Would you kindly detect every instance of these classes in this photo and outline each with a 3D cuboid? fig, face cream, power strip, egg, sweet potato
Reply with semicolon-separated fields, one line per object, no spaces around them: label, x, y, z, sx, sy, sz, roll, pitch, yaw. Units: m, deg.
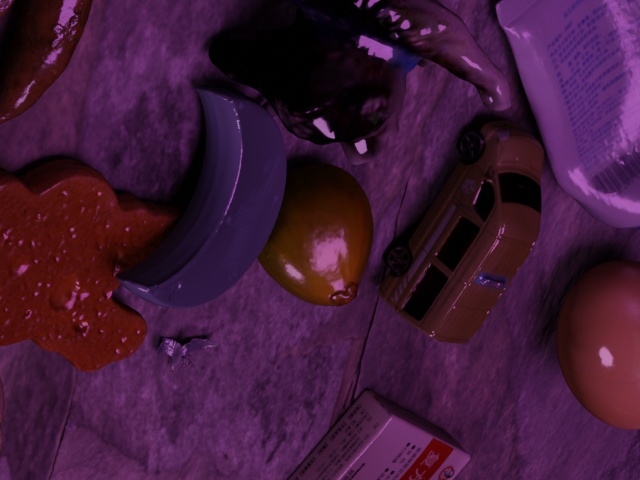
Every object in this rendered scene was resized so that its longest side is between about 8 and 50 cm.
fig;-0.006;-0.007;1.848;0.136;0.121;0.153;-31;116;-9
face cream;0.346;-0.175;2.025;0.235;0.137;0.420;-35;132;-12
power strip;-0.103;-0.047;1.735;0.167;0.054;0.253;28;86;-58
egg;0.405;0.130;2.268;0.201;0.201;0.244;-38;129;-8
sweet potato;-0.225;-0.210;1.508;0.067;0.067;0.274;11;119;-46

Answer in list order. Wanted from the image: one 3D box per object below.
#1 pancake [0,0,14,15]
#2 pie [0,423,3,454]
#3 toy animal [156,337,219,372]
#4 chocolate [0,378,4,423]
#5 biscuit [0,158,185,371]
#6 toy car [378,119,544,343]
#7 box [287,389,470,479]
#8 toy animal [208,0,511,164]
pancake;-0.314;-0.231;1.442;0.158;0.028;0.158;-22;137;-22
pie;-0.442;0.164;1.489;0.339;0.339;0.077;57;37;-51
toy animal;-0.151;0.127;1.902;0.084;0.028;0.050;8;110;-44
chocolate;-0.396;0.109;1.594;0.134;0.134;0.309;-41;146;-5
biscuit;-0.263;0.018;1.688;0.334;0.047;0.202;22;102;-52
toy car;0.180;-0.008;2.001;0.101;0.124;0.256;12;116;-48
box;0.017;0.367;2.240;0.353;0.069;0.214;-49;142;7
toy animal;0.002;-0.216;1.610;0.303;0.194;0.344;-24;127;-18
